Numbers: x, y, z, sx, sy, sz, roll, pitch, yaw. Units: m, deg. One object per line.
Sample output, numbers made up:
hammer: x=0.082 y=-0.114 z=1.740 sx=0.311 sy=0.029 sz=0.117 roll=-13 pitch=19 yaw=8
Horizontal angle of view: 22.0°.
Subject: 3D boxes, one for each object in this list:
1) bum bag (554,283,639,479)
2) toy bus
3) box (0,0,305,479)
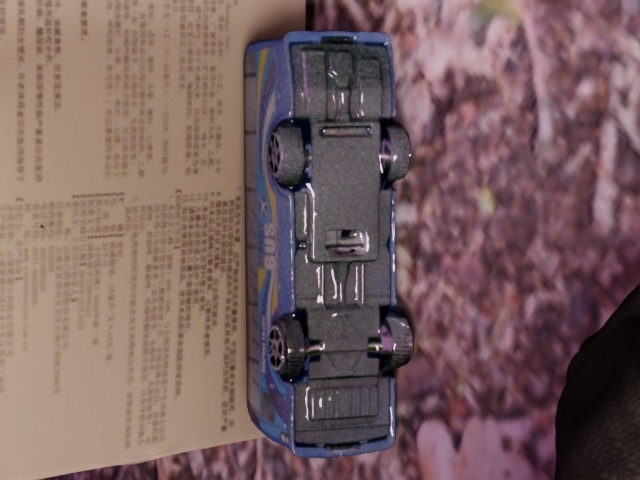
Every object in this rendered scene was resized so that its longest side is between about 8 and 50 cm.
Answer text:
bum bag: x=0.061 y=0.152 z=0.420 sx=0.142 sy=0.080 sz=0.326 roll=72 pitch=-144 yaw=-73
toy bus: x=0.000 y=0.000 z=0.603 sx=0.061 sy=0.051 sz=0.153 roll=-168 pitch=77 yaw=-66
box: x=-0.093 y=-0.026 z=0.625 sx=0.095 sy=0.168 sz=0.212 roll=12 pitch=102 yaw=49
